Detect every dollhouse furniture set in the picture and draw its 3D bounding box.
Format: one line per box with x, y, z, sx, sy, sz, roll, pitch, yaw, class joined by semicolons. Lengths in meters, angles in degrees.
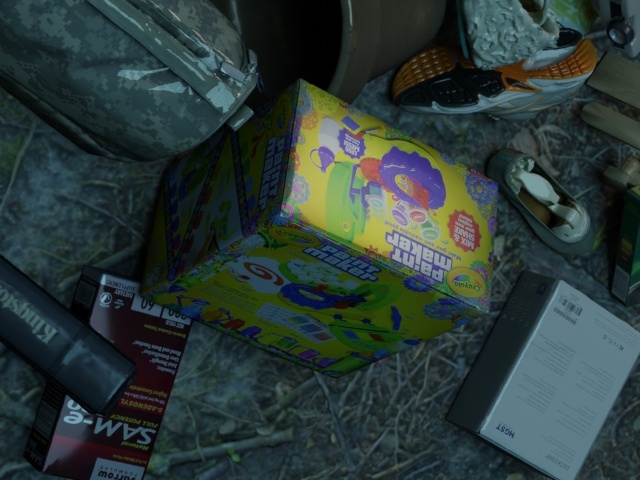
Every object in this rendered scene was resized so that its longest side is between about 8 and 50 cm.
0.418;-0.143;2.126;0.144;0.123;0.151;-54;151;-9;dollhouse furniture set

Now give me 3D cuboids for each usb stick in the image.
-0.326;0.086;1.721;0.278;0.045;0.077;40;89;-5;usb stick

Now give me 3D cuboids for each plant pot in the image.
0.020;-0.272;1.799;0.229;0.263;0.263;-15;105;-42;plant pot

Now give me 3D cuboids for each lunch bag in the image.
-0.231;-0.224;1.652;0.305;0.256;0.212;39;80;-27;lunch bag

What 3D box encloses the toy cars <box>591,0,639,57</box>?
0.432;-0.318;2.018;0.394;0.087;0.176;10;102;-54;toy cars

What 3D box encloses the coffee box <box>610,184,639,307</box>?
0.460;-0.002;2.121;0.113;0.040;0.184;-17;130;-24;coffee box

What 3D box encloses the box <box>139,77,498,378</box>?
0.000;0.000;1.765;0.290;0.279;0.177;26;57;-29;box

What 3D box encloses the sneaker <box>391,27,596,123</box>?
0.219;-0.186;1.982;0.262;0.121;0.099;-8;60;-7;sneaker

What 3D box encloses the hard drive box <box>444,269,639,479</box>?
0.304;0.185;2.083;0.181;0.089;0.232;33;82;-27;hard drive box

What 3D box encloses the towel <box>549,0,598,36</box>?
0.280;-0.471;1.974;0.320;0.090;0.374;30;84;-30;towel

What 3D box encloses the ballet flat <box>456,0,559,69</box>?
0.202;-0.377;1.786;0.147;0.147;0.409;-36;133;-18;ballet flat

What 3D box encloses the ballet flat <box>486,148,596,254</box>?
0.305;-0.044;2.060;0.213;0.068;0.072;39;80;-27;ballet flat

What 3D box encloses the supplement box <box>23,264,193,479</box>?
-0.243;0.161;1.810;0.130;0.073;0.239;17;91;-28;supplement box
